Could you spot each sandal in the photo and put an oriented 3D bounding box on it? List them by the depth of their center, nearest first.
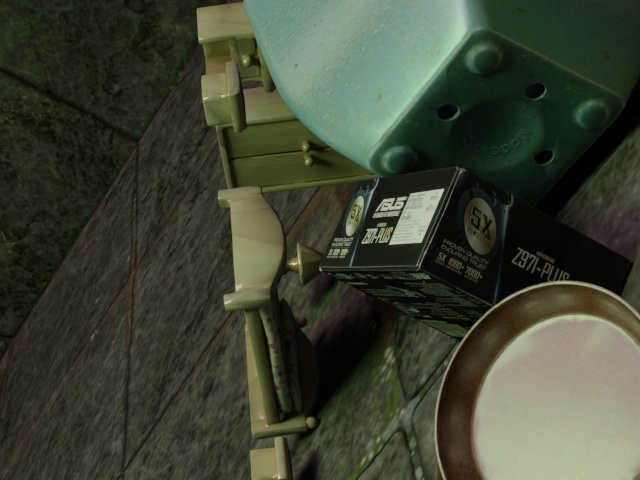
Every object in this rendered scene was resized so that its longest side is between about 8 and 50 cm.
[{"bbox_3d":[0.114,0.156,1.006,0.072,0.049,0.180,10,88,65],"label":"sandal"}]

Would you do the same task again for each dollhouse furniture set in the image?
[{"bbox_3d":[0.000,0.000,1.312,0.303,0.174,0.355,82,-179,-47],"label":"dollhouse furniture set"}]

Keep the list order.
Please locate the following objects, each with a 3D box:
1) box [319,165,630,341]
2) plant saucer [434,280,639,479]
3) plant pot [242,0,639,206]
[{"bbox_3d":[0.105,0.017,1.055,0.077,0.147,0.180,-66,18,-10],"label":"box"},{"bbox_3d":[0.147,0.109,0.920,0.168,0.029,0.168,-19,59,35],"label":"plant saucer"},{"bbox_3d":[0.113,-0.156,1.160,0.248,0.247,0.252,-50,33,31],"label":"plant pot"}]
